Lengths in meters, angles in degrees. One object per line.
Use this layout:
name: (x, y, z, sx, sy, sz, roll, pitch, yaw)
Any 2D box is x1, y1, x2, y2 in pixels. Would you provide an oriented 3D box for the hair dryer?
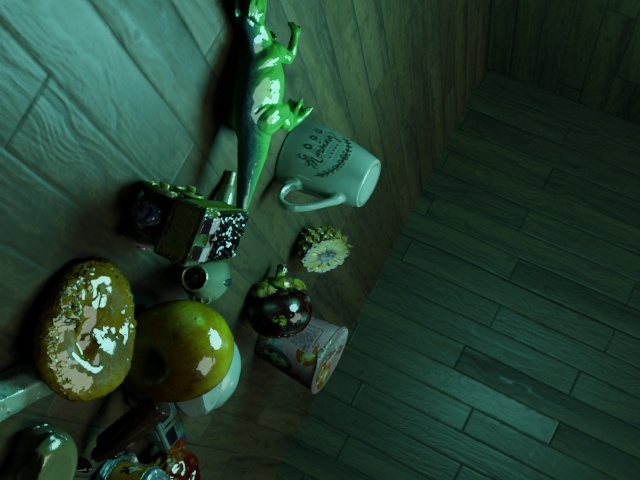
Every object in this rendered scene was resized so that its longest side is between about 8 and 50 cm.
hair dryer: (-0.243, 0.017, 1.781, 0.296, 0.119, 0.298, -83, -175, -72)

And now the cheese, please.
cheese: (-0.533, 0.434, 1.556, 0.175, 0.091, 0.202, -22, 133, -67)

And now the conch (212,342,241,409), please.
conch: (-0.282, 0.360, 2.255, 0.221, 0.121, 0.185, -67, -165, -9)

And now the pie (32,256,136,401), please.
pie: (-0.409, 0.157, 1.475, 0.273, 0.069, 0.273, -4, 90, -69)

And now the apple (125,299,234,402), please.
apple: (-0.299, 0.233, 1.750, 0.207, 0.237, 0.236, -27, 139, -65)

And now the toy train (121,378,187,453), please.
toy train: (-0.395, 0.421, 1.988, 0.089, 0.086, 0.409, -48, 159, -28)

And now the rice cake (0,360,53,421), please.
rice cake: (-0.486, 0.239, 1.453, 0.336, 0.066, 0.062, -24, 136, -68)

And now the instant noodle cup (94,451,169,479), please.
instant noodle cup: (-0.432, 0.594, 1.938, 0.177, 0.126, 0.208, 55, 37, -48)

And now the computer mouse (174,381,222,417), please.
computer mouse: (-0.317, 0.288, 1.990, 0.184, 0.121, 0.296, -66, 155, -46)

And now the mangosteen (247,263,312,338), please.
mangosteen: (-0.120, 0.176, 2.395, 0.192, 0.192, 0.217, 17, 66, -74)

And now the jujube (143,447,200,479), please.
jujube: (-0.414, 0.648, 2.131, 0.174, 0.174, 0.250, 93, 21, -54)

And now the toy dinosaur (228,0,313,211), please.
toy dinosaur: (-0.144, -0.232, 1.646, 0.374, 0.144, 0.499, 61, 43, -69)

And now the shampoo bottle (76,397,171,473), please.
shampoo bottle: (-0.430, 0.422, 1.785, 0.236, 0.067, 0.068, -41, 132, 9)

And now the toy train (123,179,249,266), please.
toy train: (-0.257, -0.029, 1.582, 0.134, 0.178, 0.261, -67, 165, 8)

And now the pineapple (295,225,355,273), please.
pineapple: (-0.003, 0.002, 2.577, 0.176, 0.136, 0.161, -1, 136, -29)

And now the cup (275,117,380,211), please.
cup: (0.007, -0.163, 2.145, 0.258, 0.234, 0.186, -56, 162, -24)

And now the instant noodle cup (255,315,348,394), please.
instant noodle cup: (-0.067, 0.339, 2.664, 0.243, 0.231, 0.243, -56, 161, -30)
